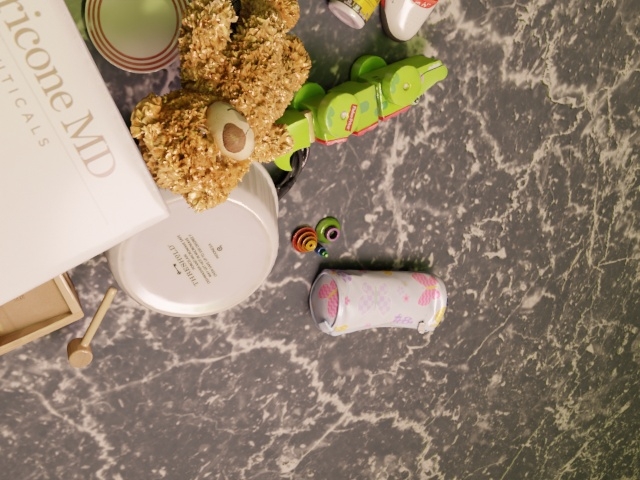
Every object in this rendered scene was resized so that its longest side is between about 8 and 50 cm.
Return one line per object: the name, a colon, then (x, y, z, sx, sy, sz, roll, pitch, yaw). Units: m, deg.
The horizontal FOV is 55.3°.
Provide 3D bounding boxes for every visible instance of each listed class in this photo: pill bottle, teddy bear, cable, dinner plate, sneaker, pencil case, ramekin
pill bottle: (0.068, -0.390, 0.932, 0.065, 0.065, 0.116, 30, 96, -38)
teddy bear: (-0.090, -0.190, 0.761, 0.338, 0.113, 0.245, -52, 150, -52)
cable: (-0.093, -0.136, 0.976, 0.184, 0.047, 0.150, -47, 118, -15)
dinner plate: (-0.243, -0.298, 0.821, 0.141, 0.017, 0.141, -13, 120, -24)
sneaker: (0.188, -0.432, 0.932, 0.090, 0.145, 0.270, 10, 108, -34)
pencil case: (0.114, 0.118, 1.183, 0.273, 0.113, 0.124, 4, 89, -32)
ramekin: (-0.183, -0.009, 0.881, 0.272, 0.127, 0.273, -10, 128, -13)

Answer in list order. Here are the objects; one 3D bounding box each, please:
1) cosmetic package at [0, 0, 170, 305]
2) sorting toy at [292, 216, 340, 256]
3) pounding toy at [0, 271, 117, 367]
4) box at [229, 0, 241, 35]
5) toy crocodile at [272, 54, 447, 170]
cosmetic package: (-0.430, -0.118, 0.604, 0.393, 0.327, 0.329, -30, 125, -16)
sorting toy: (0.000, 0.000, 1.101, 0.102, 0.042, 0.061, -19, 122, -22)
pounding toy: (-0.389, 0.085, 0.876, 0.181, 0.094, 0.206, -25, 124, -17)
box: (-0.073, -0.441, 0.825, 0.270, 0.060, 0.216, -45, 127, -4)
toy crocodile: (0.059, -0.215, 0.969, 0.340, 0.115, 0.105, -30, 127, -26)
